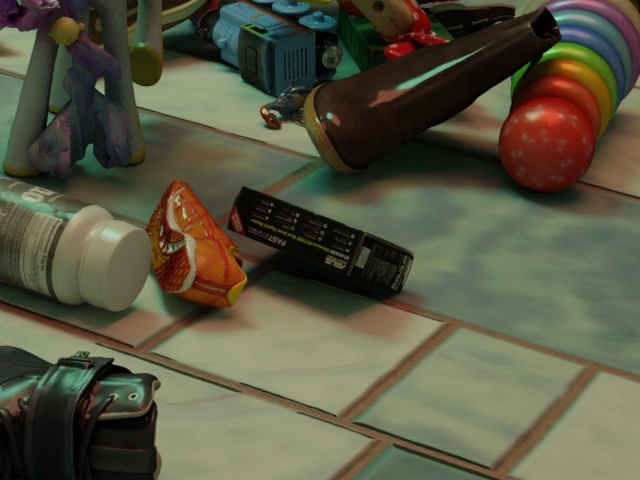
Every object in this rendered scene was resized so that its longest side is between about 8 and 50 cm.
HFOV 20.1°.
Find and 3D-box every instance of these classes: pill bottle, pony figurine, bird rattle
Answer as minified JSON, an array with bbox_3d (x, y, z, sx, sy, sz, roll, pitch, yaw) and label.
[{"bbox_3d":[-0.200,0.003,1.352,0.137,0.078,0.078,17,25,22],"label":"pill bottle"},{"bbox_3d":[-0.203,-0.242,1.566,0.303,0.363,0.351,8,23,2],"label":"pony figurine"},{"bbox_3d":[0.062,-0.261,1.863,0.253,0.143,0.207,34,22,-21],"label":"bird rattle"}]

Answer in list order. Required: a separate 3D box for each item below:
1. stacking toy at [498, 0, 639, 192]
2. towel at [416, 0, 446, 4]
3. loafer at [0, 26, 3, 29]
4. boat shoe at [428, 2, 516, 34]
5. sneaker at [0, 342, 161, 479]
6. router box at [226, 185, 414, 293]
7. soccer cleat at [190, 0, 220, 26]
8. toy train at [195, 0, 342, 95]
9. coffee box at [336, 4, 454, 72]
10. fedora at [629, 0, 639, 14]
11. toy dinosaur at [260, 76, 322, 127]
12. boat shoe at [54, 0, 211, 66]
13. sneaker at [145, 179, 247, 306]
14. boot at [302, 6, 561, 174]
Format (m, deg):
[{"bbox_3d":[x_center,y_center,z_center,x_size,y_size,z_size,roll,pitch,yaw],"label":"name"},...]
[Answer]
[{"bbox_3d":[0.240,-0.146,1.779,0.141,0.141,0.330,11,27,10],"label":"stacking toy"},{"bbox_3d":[0.065,-0.372,2.075,0.284,0.121,0.235,19,-7,-32],"label":"towel"},{"bbox_3d":[-0.442,-0.225,1.786,0.111,0.112,0.319,13,21,36],"label":"loafer"},{"bbox_3d":[0.181,-0.261,2.147,0.125,0.038,0.046,-6,-6,-36],"label":"boat shoe"},{"bbox_3d":[-0.186,0.123,1.060,0.163,0.086,0.226,13,22,21],"label":"sneaker"},{"bbox_3d":[0.000,0.000,1.425,0.122,0.038,0.092,21,1,30],"label":"router box"},{"bbox_3d":[-0.122,-0.291,2.102,0.095,0.083,0.248,-19,20,23],"label":"soccer cleat"},{"bbox_3d":[-0.057,-0.216,1.921,0.105,0.080,0.184,-17,32,-33],"label":"toy train"},{"bbox_3d":[0.089,-0.221,2.017,0.113,0.040,0.184,2,23,-11],"label":"coffee box"},{"bbox_3d":[0.320,-0.287,2.152,0.194,0.194,0.079,-13,-9,-40],"label":"fedora"},{"bbox_3d":[-0.031,-0.130,1.799,0.082,0.047,0.090,-17,-2,-27],"label":"toy dinosaur"},{"bbox_3d":[-0.190,-0.270,1.900,0.095,0.095,0.257,14,40,29],"label":"boat shoe"},{"bbox_3d":[-0.100,0.007,1.420,0.067,0.064,0.175,22,20,-23],"label":"sneaker"},{"bbox_3d":[0.105,-0.152,1.674,0.207,0.090,0.248,-29,1,25],"label":"boot"}]
